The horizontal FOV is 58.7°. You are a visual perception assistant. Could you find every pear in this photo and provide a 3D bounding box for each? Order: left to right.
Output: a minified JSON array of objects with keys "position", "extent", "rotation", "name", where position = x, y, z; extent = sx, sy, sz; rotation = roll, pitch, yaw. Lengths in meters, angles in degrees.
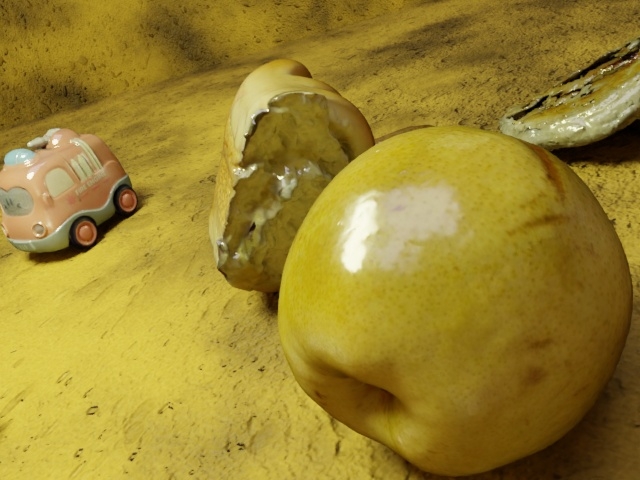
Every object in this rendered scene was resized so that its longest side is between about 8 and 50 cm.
[{"position":[0.119,0.045,0.521],"extent":[0.314,0.314,0.314],"rotation":[-14,29,8],"name":"pear"}]

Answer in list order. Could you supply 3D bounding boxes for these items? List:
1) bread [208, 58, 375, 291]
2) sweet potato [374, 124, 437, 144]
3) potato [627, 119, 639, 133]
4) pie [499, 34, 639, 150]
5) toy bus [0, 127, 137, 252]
[{"position":[-0.045,-0.092,0.840],"extent":[0.211,0.316,0.270],"rotation":[12,22,-20],"name":"bread"},{"position":[0.081,-0.139,1.054],"extent":[0.341,0.092,0.114],"rotation":[-15,4,5],"name":"sweet potato"},{"position":[0.557,-0.228,0.948],"extent":[0.096,0.066,0.103],"rotation":[-18,24,52],"name":"potato"},{"position":[0.460,-0.252,0.971],"extent":[0.339,0.077,0.339],"rotation":[-31,12,8],"name":"pie"},{"position":[-0.558,-0.115,1.232],"extent":[0.194,0.232,0.288],"rotation":[3,34,29],"name":"toy bus"}]
